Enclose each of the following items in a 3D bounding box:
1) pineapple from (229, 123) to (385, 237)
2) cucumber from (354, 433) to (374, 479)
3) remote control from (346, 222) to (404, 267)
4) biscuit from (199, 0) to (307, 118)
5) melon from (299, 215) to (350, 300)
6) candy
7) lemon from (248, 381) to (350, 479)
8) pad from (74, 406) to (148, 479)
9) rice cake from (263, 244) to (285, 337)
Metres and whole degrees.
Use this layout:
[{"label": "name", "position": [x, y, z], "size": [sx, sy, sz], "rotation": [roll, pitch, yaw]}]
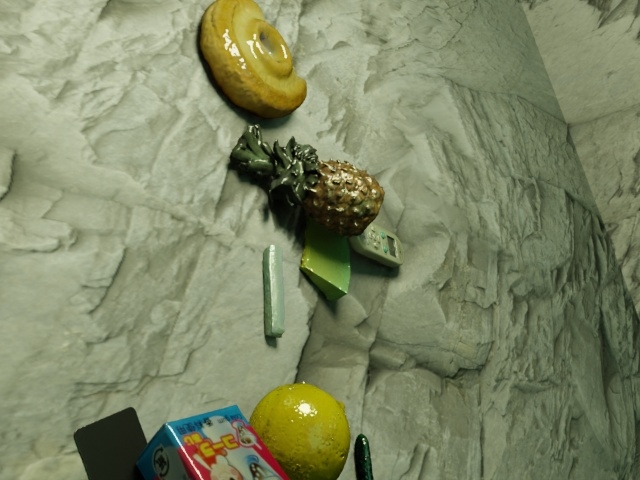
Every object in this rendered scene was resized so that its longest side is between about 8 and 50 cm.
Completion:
[{"label": "pineapple", "position": [-0.033, -0.116, 1.600], "size": [0.310, 0.141, 0.170], "rotation": [28, 65, -14]}, {"label": "cucumber", "position": [0.083, 0.428, 1.525], "size": [0.032, 0.032, 0.133], "rotation": [18, 58, -45]}, {"label": "remote control", "position": [0.119, 0.007, 1.779], "size": [0.221, 0.042, 0.078], "rotation": [25, 51, -55]}, {"label": "biscuit", "position": [-0.138, -0.369, 1.658], "size": [0.274, 0.091, 0.213], "rotation": [57, 35, -15]}, {"label": "melon", "position": [0.000, -0.001, 1.674], "size": [0.114, 0.053, 0.262], "rotation": [12, 55, -26]}, {"label": "candy", "position": [-0.110, 0.388, 1.151], "size": [0.157, 0.100, 0.306], "rotation": [0, 45, -53]}, {"label": "lemon", "position": [-0.039, 0.327, 1.319], "size": [0.173, 0.173, 0.206], "rotation": [45, 56, -25]}, {"label": "pad", "position": [-0.281, 0.326, 1.159], "size": [0.112, 0.003, 0.157], "rotation": [-15, 82, -53]}, {"label": "rice cake", "position": [-0.083, 0.094, 1.510], "size": [0.042, 0.030, 0.180], "rotation": [19, 56, -38]}]
